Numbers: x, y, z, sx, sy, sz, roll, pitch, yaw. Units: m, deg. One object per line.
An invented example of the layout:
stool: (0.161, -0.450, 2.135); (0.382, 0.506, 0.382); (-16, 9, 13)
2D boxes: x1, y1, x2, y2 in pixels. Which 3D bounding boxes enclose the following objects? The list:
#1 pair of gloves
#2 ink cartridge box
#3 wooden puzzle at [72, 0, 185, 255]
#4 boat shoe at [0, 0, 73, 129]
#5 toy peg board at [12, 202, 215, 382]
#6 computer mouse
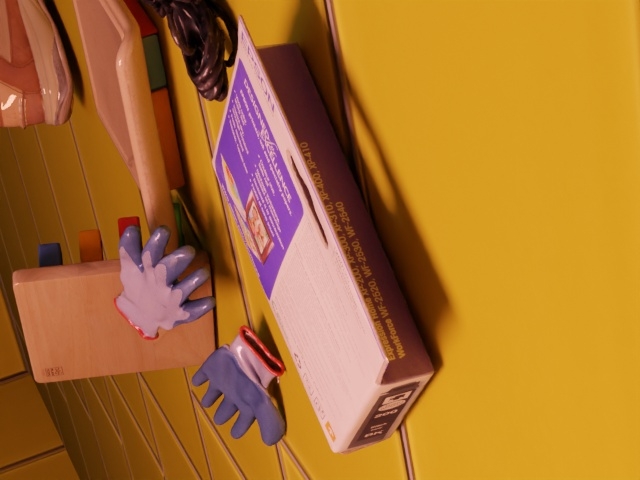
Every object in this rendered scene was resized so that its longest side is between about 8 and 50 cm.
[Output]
pair of gloves: (-0.092, 0.076, 1.366); (0.198, 0.023, 0.159); (47, 151, 6)
ink cartridge box: (0.000, 0.000, 0.977); (0.208, 0.045, 0.206); (109, 140, -70)
wooden puzzle: (-0.160, -0.139, 1.426); (0.239, 0.044, 0.221); (-117, 15, -45)
boat shoe: (-0.353, -0.258, 1.819); (0.123, 0.116, 0.324); (100, 151, -63)
toy peg board: (-0.176, 0.041, 1.500); (0.161, 0.160, 0.079); (92, 171, -55)
computer mouse: (-0.105, -0.227, 1.053); (0.188, 0.072, 0.272); (59, 174, 33)
